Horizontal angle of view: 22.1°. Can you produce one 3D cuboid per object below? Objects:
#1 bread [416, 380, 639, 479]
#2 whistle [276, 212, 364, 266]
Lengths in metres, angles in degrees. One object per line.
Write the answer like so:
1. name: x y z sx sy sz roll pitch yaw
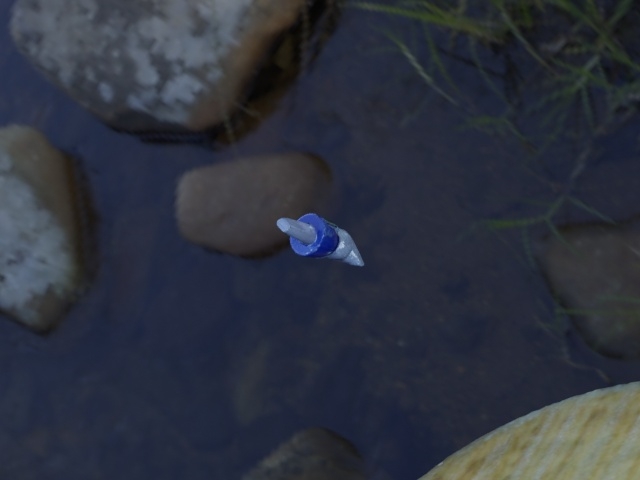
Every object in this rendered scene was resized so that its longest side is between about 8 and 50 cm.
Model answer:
1. bread: 0.127 0.142 0.660 0.267 0.040 0.267 -19 24 9
2. whistle: 0.000 0.000 1.070 0.033 0.083 0.029 43 104 35
